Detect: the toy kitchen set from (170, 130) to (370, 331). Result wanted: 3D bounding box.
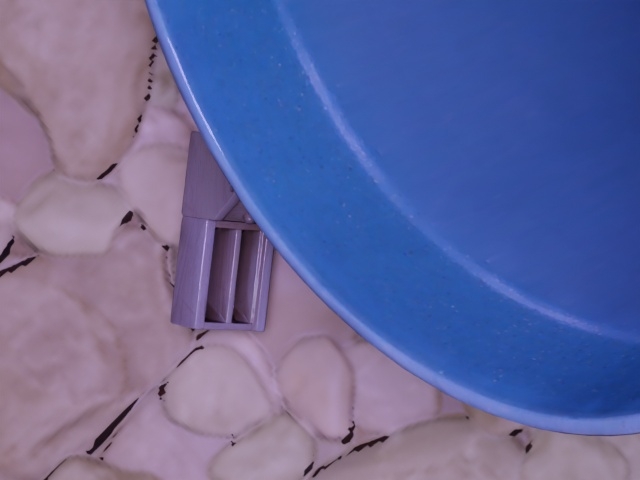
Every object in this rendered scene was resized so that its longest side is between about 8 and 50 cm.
[{"bbox_3d":[0.000,0.000,0.621,0.068,0.083,0.075,5,93,-41],"label":"toy kitchen set"}]

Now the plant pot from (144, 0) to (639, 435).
[{"bbox_3d":[0.120,-0.120,0.503,0.255,0.272,0.271,-27,92,-33],"label":"plant pot"}]
